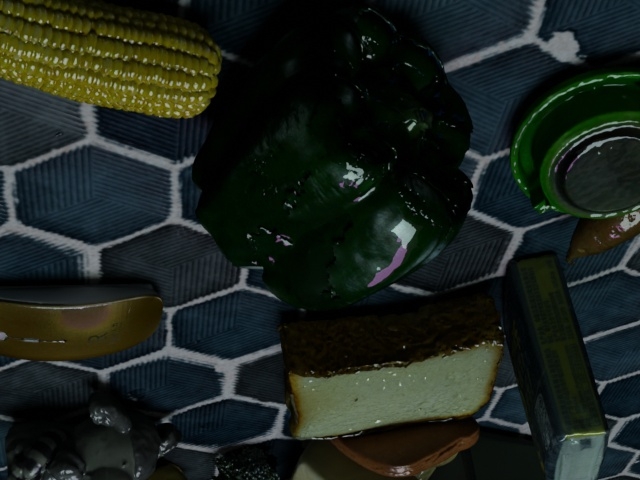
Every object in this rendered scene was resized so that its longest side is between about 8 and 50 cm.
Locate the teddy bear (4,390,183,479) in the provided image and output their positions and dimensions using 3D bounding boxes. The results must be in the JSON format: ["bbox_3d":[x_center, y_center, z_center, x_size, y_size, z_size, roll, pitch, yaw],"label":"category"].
[{"bbox_3d":[-0.326,0.296,1.648,0.251,0.144,0.171,-16,134,2],"label":"teddy bear"}]

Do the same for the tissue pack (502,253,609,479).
[{"bbox_3d":[0.301,0.173,1.549,0.081,0.257,0.185,-10,148,0],"label":"tissue pack"}]

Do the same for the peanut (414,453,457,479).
[{"bbox_3d":[0.170,0.333,1.904,0.082,0.082,0.187,9,141,-29],"label":"peanut"}]

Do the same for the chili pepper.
[{"bbox_3d":[0.008,-0.074,1.127,0.233,0.248,0.257,39,128,-21],"label":"chili pepper"}]

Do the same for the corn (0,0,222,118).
[{"bbox_3d":[-0.205,-0.166,1.038,0.244,0.093,0.093,9,141,-28],"label":"corn"}]

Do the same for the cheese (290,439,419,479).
[{"bbox_3d":[0.061,0.439,1.889,0.242,0.124,0.265,33,144,12],"label":"cheese"}]

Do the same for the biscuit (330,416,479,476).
[{"bbox_3d":[0.118,0.278,1.776,0.192,0.186,0.036,-19,119,-32],"label":"biscuit"}]

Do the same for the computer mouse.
[{"bbox_3d":[-0.312,0.098,1.433,0.245,0.056,0.126,1,144,-16],"label":"computer mouse"}]

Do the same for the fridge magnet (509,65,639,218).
[{"bbox_3d":[0.310,-0.100,1.293,0.208,0.088,0.208,-3,135,-2],"label":"fridge magnet"}]

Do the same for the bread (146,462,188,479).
[{"bbox_3d":[-0.271,0.398,1.792,0.094,0.102,0.245,-25,173,11],"label":"bread"}]

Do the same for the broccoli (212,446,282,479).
[{"bbox_3d":[-0.137,0.407,1.913,0.122,0.118,0.204,1,157,-28],"label":"broccoli"}]

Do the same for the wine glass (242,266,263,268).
[{"bbox_3d":[0.000,0.000,1.379,0.198,0.066,0.066,-3,146,-11],"label":"wine glass"}]

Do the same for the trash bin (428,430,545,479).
[{"bbox_3d":[0.225,0.469,2.065,0.223,0.158,0.343,15,144,-34],"label":"trash bin"}]

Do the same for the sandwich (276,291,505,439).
[{"bbox_3d":[0.095,0.182,1.646,0.301,0.099,0.271,-9,154,-6],"label":"sandwich"}]

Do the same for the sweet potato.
[{"bbox_3d":[0.381,-0.059,1.398,0.269,0.074,0.075,-41,137,24],"label":"sweet potato"}]
